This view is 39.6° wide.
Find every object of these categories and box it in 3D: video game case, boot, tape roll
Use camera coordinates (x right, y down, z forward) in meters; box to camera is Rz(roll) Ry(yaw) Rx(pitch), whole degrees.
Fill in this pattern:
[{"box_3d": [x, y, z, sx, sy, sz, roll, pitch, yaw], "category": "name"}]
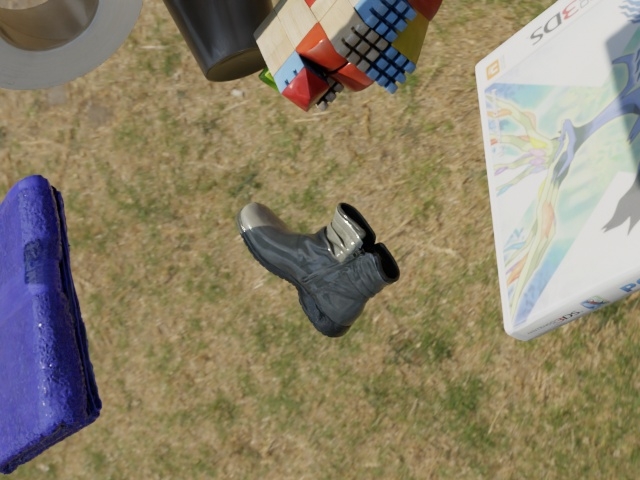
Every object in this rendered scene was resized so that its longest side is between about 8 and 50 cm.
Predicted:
[{"box_3d": [0.265, -0.112, 0.791, 0.300, 0.036, 0.329, -36, 44, 43], "category": "video game case"}, {"box_3d": [0.000, 0.000, 1.235, 0.246, 0.083, 0.161, 48, 127, 17], "category": "boot"}, {"box_3d": [-0.387, -0.345, 1.206, 0.286, 0.286, 0.100, -50, 58, 25], "category": "tape roll"}]

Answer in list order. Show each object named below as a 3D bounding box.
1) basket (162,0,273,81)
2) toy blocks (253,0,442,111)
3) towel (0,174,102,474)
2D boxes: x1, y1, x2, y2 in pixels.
[{"box_3d": [-0.158, -0.376, 1.388, 0.204, 0.154, 0.227, -22, 83, 19], "category": "basket"}, {"box_3d": [0.059, -0.303, 1.172, 0.190, 0.261, 0.381, 31, 112, -33], "category": "toy blocks"}, {"box_3d": [-0.352, 0.104, 1.072, 0.227, 0.076, 0.308, -34, 61, 42], "category": "towel"}]
